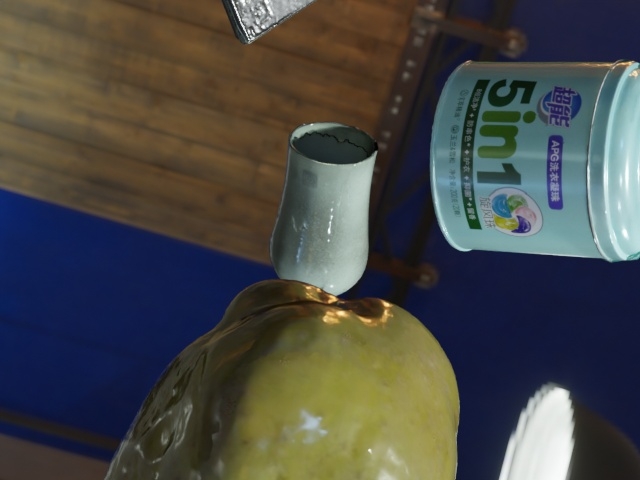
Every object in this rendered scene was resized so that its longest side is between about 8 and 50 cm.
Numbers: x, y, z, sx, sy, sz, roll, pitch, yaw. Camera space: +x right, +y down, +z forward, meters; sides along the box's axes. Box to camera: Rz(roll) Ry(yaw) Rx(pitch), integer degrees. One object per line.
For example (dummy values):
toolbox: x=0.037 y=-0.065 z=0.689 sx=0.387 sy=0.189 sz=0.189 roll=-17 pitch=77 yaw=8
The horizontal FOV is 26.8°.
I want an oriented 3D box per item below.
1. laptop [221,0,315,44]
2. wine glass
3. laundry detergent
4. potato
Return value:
laptop: x=-0.044 y=-0.344 z=1.584 sx=0.207 sy=0.026 sz=0.153 roll=-38 pitch=122 yaw=-30
wine glass: x=0.000 y=0.000 z=1.354 sx=0.103 sy=0.103 sz=0.231 roll=-82 pitch=180 yaw=-57
laundry detergent: x=0.352 y=-0.117 z=1.934 sx=0.287 sy=0.305 sz=0.287 roll=-12 pitch=104 yaw=-60
potato: x=-0.016 y=0.116 z=0.538 sx=0.154 sy=0.137 sz=0.200 roll=20 pitch=-81 yaw=55
